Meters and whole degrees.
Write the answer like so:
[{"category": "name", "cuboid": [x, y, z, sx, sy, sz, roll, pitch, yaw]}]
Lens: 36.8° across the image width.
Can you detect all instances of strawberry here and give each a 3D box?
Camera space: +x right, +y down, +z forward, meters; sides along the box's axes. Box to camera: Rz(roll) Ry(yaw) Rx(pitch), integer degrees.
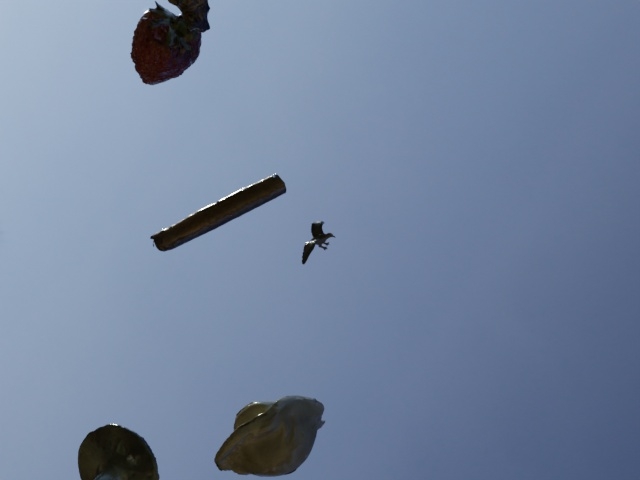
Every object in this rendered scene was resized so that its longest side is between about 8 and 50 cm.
[{"category": "strawberry", "cuboid": [-0.286, -0.355, 1.766, 0.148, 0.131, 0.131, -32, -113, 61]}]

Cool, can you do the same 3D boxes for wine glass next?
[{"category": "wine glass", "cuboid": [-0.497, 0.511, 1.808, 0.267, 0.406, 0.267, 5, -77, 22]}]

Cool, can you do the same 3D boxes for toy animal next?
[{"category": "toy animal", "cuboid": [0.000, 0.000, 1.392, 0.050, 0.028, 0.084, -3, -135, 19]}]

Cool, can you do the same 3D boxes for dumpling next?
[{"category": "dumpling", "cuboid": [-0.075, 0.305, 1.535, 0.118, 0.199, 0.136, 44, -40, 39]}]

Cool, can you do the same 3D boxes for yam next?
[{"category": "yam", "cuboid": [-0.186, -0.049, 1.755, 0.046, 0.264, 0.046, 59, -11, 19]}]

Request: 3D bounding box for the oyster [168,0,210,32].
[{"category": "oyster", "cuboid": [-0.211, -0.473, 1.426, 0.079, 0.129, 0.344, 10, -56, 38]}]
